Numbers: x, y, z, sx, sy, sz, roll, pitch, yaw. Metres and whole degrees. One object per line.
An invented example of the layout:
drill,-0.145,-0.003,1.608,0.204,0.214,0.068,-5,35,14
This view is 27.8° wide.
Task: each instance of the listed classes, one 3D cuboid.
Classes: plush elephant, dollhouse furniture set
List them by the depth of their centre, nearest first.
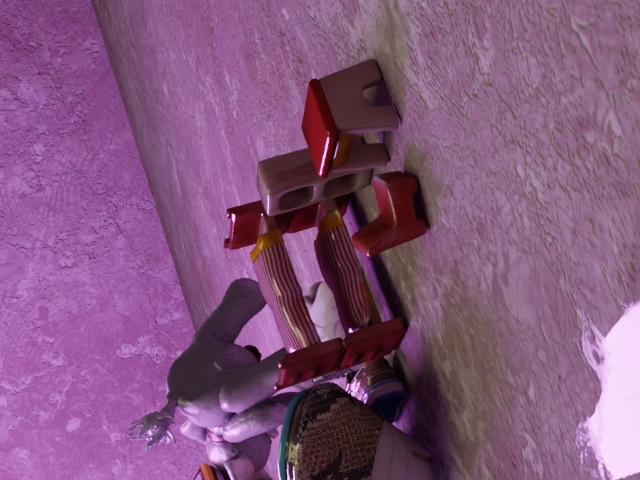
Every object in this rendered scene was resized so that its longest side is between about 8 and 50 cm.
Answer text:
dollhouse furniture set,0.000,0.000,1.381,0.374,0.152,0.201,102,149,-67
plush elephant,-0.131,0.287,2.182,0.272,0.330,0.255,42,171,45

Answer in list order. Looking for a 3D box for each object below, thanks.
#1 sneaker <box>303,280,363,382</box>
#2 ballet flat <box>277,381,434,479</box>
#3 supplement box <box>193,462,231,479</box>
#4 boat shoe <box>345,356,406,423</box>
sneaker,0.013,0.115,1.692,0.232,0.090,0.115,122,137,-63
ballet flat,0.048,0.295,1.544,0.483,0.182,0.164,91,-168,-64
supplement box,-0.129,0.463,2.199,0.081,0.188,0.104,-62,18,7
boat shoe,0.063,0.190,1.599,0.183,0.066,0.066,119,139,-60
